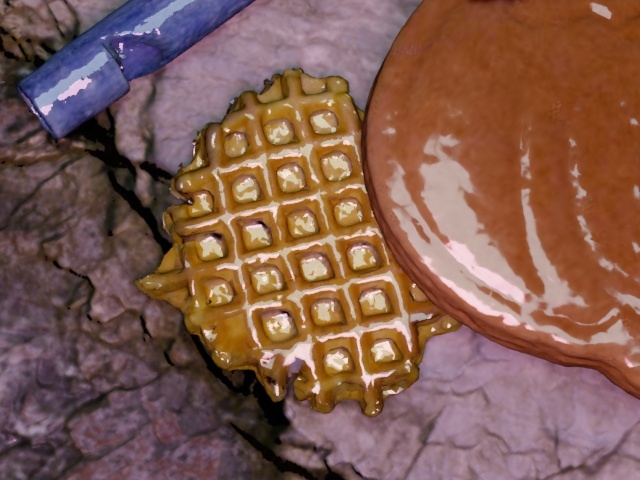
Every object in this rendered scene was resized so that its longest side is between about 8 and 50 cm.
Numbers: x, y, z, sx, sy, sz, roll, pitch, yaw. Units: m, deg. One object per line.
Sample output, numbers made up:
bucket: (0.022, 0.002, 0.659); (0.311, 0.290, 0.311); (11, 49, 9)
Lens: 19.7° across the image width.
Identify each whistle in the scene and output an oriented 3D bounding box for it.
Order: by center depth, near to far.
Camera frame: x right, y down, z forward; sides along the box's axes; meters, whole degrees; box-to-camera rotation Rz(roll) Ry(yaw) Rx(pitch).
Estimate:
whistle: (-0.100, -0.187, 1.436); (0.304, 0.062, 0.062); (-37, 80, -9)

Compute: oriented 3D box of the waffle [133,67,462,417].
waffle: (0.000, 0.000, 1.402); (0.254, 0.052, 0.245); (33, 79, 5)

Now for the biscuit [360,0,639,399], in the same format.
biscuit: (0.255, -0.048, 1.388); (0.455, 0.078, 0.350); (8, 76, -7)
